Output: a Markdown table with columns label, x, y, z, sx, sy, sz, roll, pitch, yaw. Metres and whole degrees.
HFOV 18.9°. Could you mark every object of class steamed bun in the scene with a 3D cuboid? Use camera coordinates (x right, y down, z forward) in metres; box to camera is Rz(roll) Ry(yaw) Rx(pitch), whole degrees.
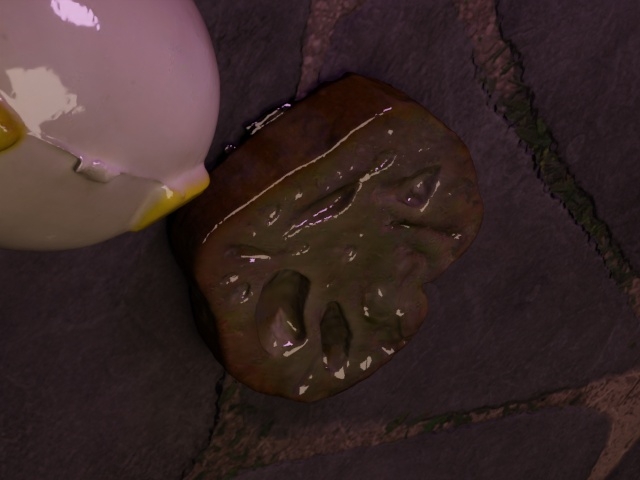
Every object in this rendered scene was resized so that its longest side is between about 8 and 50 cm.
| label | x | y | z | sx | sy | sz | roll | pitch | yaw |
| --- | --- | --- | --- | --- | --- | --- | --- | --- | --- |
| steamed bun | -0.260 | -0.149 | 1.624 | 0.374 | 0.334 | 0.334 | 19 | 108 | -46 |

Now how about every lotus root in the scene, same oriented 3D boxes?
| label | x | y | z | sx | sy | sz | roll | pitch | yaw |
| --- | --- | --- | --- | --- | --- | --- | --- | --- | --- |
| lotus root | 0.000 | 0.000 | 2.138 | 0.375 | 0.111 | 0.390 | 4 | 120 | -37 |
